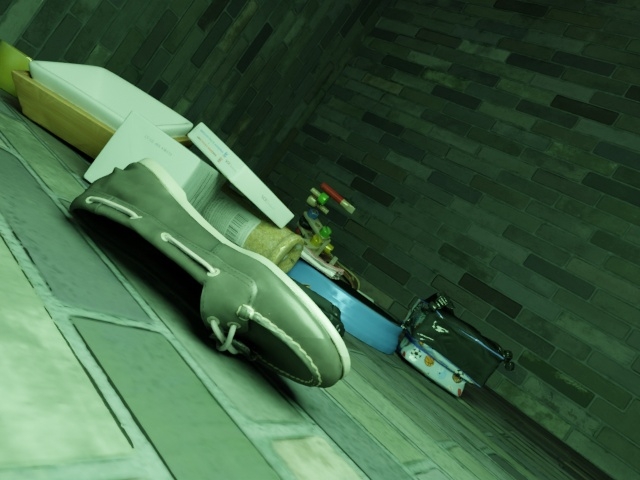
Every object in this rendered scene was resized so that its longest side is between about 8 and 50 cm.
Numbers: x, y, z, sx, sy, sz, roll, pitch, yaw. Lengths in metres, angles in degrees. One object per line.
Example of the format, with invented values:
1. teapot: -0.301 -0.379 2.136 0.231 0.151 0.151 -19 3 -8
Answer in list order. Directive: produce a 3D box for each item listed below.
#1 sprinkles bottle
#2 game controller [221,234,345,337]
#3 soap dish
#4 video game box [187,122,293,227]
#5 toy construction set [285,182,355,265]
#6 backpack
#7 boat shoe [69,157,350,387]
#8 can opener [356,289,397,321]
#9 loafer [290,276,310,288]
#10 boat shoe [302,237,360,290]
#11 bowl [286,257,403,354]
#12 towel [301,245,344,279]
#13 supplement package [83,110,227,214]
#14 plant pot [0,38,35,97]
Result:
1. sprinkles bottle: -0.207 -0.052 1.078 0.355 0.121 0.121 35 0 19
2. game controller: -0.101 0.069 0.736 0.319 0.067 0.167 35 -15 -31
3. soap dish: -0.440 -0.255 0.969 0.291 0.118 0.229 31 22 6
4. video game box: -0.163 -0.133 0.964 0.187 0.048 0.205 47 1 34
5. toy construction set: 0.000 0.000 1.508 0.237 0.308 0.257 40 9 9
6. backpack: 0.336 0.275 1.266 0.277 0.213 0.263 41 8 -3
7. boat shoe: -0.121 0.039 0.450 0.335 0.096 0.112 39 -34 25
8. can opener: 0.166 0.236 1.579 0.280 0.074 0.093 35 -1 -41
9. loafer: -0.067 0.094 0.998 0.045 0.039 0.125 36 1 41
10. boat shoe: -0.004 0.094 1.738 0.342 0.123 0.123 38 4 16
11. bowl: 0.050 0.155 1.234 0.391 0.077 0.391 35 0 0
12. towel: -0.011 0.047 1.172 0.144 0.029 0.197 34 0 10
13. supplement package: -0.281 -0.114 0.843 0.139 0.133 0.244 36 0 0
14. plant pot: -0.719 -0.395 1.105 0.134 0.095 0.134 34 0 0
